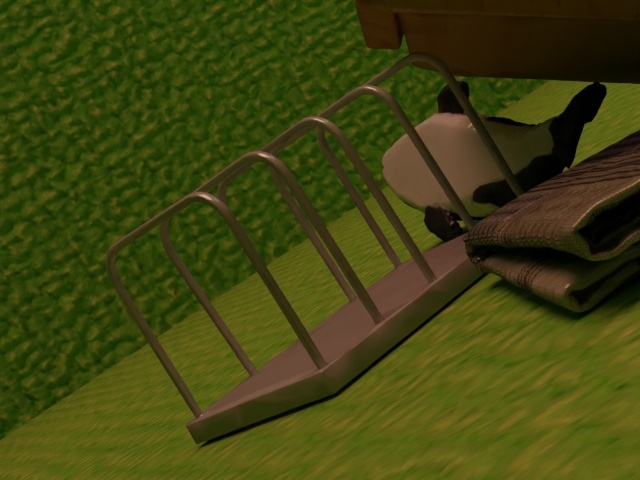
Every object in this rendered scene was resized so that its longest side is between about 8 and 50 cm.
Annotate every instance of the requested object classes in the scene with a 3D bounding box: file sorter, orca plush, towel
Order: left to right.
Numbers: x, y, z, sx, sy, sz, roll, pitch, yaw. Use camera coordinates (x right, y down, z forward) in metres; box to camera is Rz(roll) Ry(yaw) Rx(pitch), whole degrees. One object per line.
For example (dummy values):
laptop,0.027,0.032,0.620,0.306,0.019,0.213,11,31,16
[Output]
file sorter,0.000,0.000,1.097,0.278,0.173,0.193,-35,4,-39
orca plush,0.179,-0.084,1.331,0.102,0.151,0.287,3,-20,-32
towel,0.248,-0.058,0.844,0.312,0.056,0.324,-29,1,-3

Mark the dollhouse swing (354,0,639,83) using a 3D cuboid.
dollhouse swing,0.218,-0.272,1.135,0.347,0.315,0.305,3,12,8
